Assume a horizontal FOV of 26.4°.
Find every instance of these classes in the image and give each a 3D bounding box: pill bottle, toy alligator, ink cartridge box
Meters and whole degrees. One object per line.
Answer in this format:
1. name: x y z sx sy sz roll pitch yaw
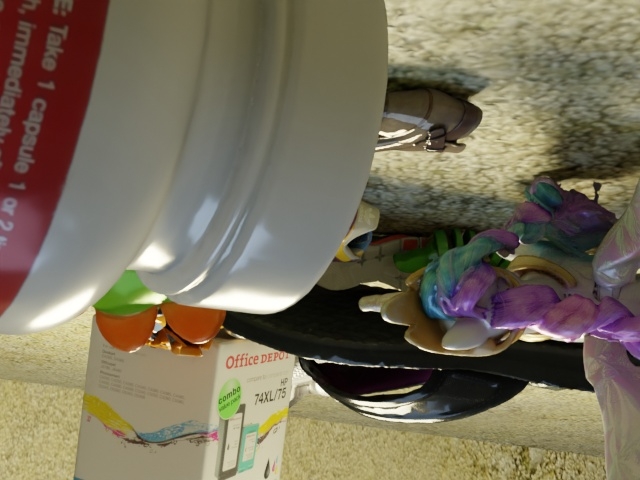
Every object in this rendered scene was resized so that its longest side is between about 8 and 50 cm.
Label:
1. pill bottle: -0.190 -0.088 0.530 0.407 0.229 0.229 12 166 -26
2. toy alligator: 0.163 0.017 1.278 0.189 0.056 0.051 8 127 -14
3. ink cartridge box: -0.172 0.233 1.735 0.197 0.270 0.198 10 -174 28

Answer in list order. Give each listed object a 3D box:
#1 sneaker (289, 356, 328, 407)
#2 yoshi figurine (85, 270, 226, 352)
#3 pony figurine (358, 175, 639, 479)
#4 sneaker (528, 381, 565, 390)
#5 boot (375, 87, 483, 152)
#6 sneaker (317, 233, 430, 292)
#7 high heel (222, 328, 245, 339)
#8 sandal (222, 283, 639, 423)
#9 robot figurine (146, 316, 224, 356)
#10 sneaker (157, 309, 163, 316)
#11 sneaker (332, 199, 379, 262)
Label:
1. sneaker: -0.046 0.155 1.877 0.268 0.153 0.101 -35 133 15
2. yoshi figurine: -0.168 -0.078 0.828 0.362 0.203 0.203 17 129 12
3. pony figurine: 0.251 0.059 1.022 0.351 0.303 0.363 8 -174 30
4. sneaker: 0.308 0.158 1.791 0.106 0.078 0.234 5 172 -13
5. boot: 0.054 -0.073 0.929 0.087 0.042 0.118 7 168 -16
6. sneaker: 0.058 0.013 1.322 0.158 0.061 0.065 4 -160 -20
7. high heel: -0.008 0.095 1.686 0.186 0.093 0.261 19 -173 36
8. sandal: 0.119 0.121 1.288 0.445 0.107 0.167 8 -167 -2
9. robot figurine: -0.227 0.062 1.512 0.211 0.085 0.291 9 167 35
10. sneaker: -0.160 -0.012 1.105 0.111 0.121 0.300 1 167 18
11. sneaker: 0.000 0.000 1.214 0.084 0.069 0.185 12 168 -6
